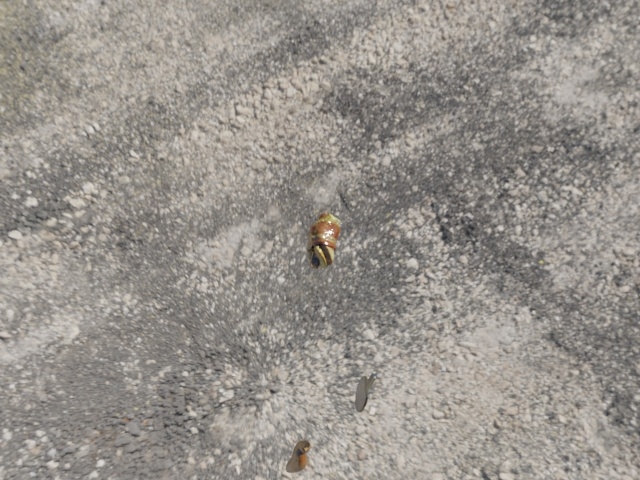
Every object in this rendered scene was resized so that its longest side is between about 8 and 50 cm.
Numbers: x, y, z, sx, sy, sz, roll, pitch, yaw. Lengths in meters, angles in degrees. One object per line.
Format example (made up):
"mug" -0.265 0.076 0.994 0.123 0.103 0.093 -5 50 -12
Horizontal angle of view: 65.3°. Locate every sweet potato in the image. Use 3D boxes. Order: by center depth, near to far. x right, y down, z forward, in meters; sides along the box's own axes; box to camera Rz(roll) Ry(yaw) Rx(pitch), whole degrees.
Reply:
"sweet potato" -0.068 0.678 1.548 0.058 0.202 0.055 24 36 1

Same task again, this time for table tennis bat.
"table tennis bat" 0.124 0.415 1.390 0.014 0.158 0.095 15 41 -8

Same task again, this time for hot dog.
"hot dog" 0.000 0.000 1.745 0.103 0.146 0.213 24 59 -22
